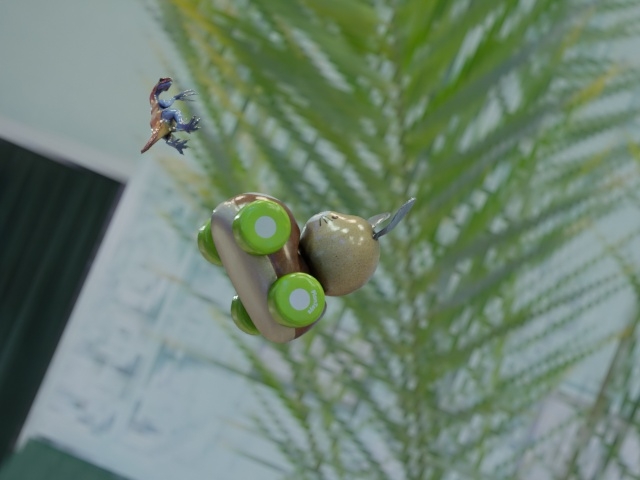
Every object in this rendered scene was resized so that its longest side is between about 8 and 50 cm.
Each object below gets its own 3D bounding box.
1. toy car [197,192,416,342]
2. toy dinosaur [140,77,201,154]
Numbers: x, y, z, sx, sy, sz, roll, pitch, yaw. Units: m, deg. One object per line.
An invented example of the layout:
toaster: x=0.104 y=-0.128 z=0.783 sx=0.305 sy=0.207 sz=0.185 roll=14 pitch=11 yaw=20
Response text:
toy car: x=0.000 y=0.000 z=1.920 sx=0.149 sy=0.188 sz=0.155 roll=65 pitch=-19 yaw=-3
toy dinosaur: x=-0.137 y=-0.114 z=1.737 sx=0.090 sy=0.047 sz=0.082 roll=-4 pitch=34 yaw=-43
